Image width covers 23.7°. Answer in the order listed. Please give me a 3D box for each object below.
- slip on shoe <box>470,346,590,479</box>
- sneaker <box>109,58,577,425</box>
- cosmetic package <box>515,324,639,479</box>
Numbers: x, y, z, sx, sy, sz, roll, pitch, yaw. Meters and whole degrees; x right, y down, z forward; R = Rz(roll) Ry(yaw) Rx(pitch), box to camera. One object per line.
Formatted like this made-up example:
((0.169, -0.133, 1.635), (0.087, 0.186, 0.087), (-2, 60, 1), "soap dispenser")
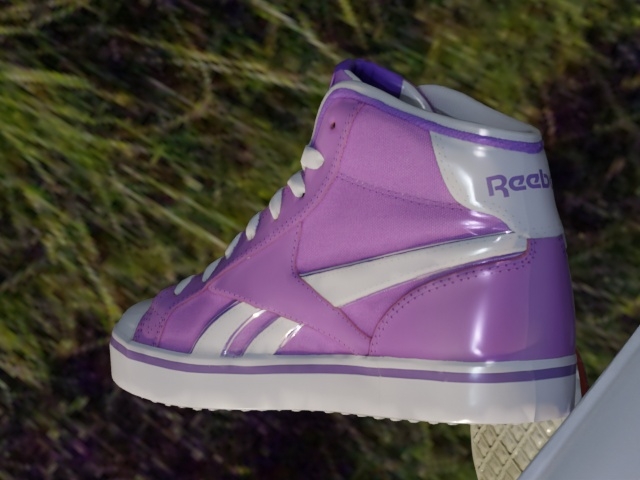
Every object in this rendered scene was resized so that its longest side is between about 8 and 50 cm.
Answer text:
((0.196, 0.200, 1.178), (0.101, 0.123, 0.331), (-26, 113, -26), "slip on shoe")
((0.001, 0.000, 0.723), (0.102, 0.282, 0.161), (-6, 91, -47), "sneaker")
((0.142, 0.109, 0.410), (0.151, 0.183, 0.151), (-50, 163, -15), "cosmetic package")
